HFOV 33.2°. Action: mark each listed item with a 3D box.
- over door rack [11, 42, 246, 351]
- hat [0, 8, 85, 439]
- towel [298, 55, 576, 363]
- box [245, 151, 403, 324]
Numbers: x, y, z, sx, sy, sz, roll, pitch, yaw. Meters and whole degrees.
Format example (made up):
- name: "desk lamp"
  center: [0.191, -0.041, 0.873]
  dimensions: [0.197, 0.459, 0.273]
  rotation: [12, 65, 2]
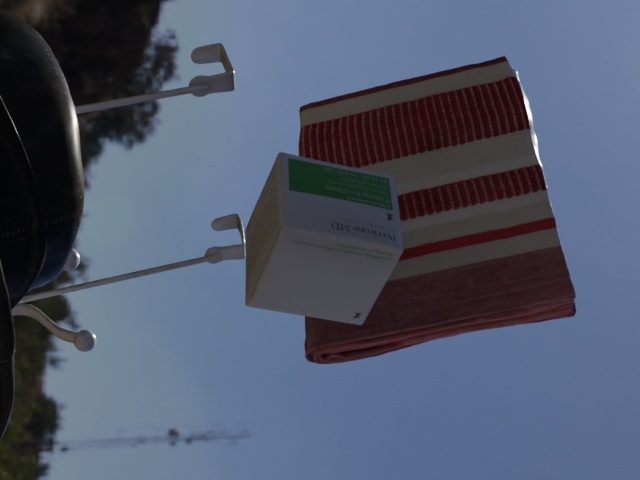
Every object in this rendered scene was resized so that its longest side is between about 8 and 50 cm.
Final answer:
- name: "over door rack"
  center: [-0.208, -0.024, 0.998]
  dimensions: [0.108, 0.324, 0.239]
  rotation: [50, -29, 40]
- name: "hat"
  center: [-0.203, -0.050, 0.517]
  dimensions: [0.331, 0.134, 0.331]
  rotation: [19, -59, 36]
- name: "towel"
  center: [0.096, -0.038, 1.021]
  dimensions: [0.037, 0.237, 0.329]
  rotation: [68, 14, -46]
- name: "box"
  center: [0.000, 0.000, 0.856]
  dimensions: [0.102, 0.101, 0.087]
  rotation: [116, -21, -45]
